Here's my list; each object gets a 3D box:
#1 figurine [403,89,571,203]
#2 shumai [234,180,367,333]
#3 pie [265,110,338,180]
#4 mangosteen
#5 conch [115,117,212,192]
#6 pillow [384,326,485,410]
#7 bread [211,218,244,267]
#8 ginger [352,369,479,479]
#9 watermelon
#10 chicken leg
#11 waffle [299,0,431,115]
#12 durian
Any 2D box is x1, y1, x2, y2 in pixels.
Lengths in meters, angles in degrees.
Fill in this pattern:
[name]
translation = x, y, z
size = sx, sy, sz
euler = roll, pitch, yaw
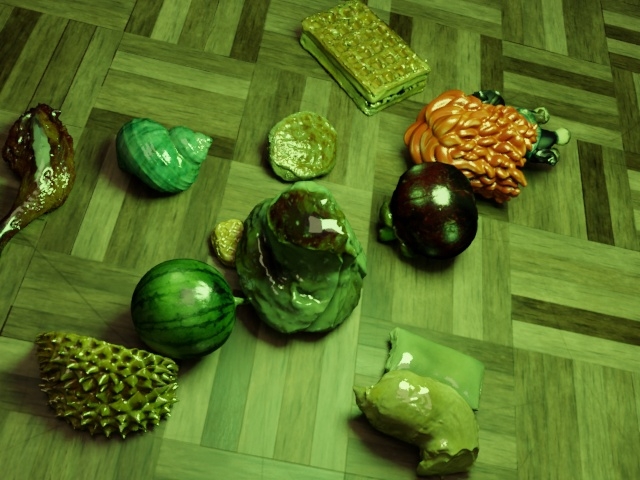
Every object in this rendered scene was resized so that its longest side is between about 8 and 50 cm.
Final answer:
[figurine]
translation = 0.405, -0.249, 1.837
size = 0.306, 0.241, 0.412
euler = 47, 47, 11
[shumai]
translation = 0.000, 0.000, 1.503
size = 0.304, 0.263, 0.309
euler = -17, 70, -30
[pie]
translation = -0.041, -0.211, 1.773
size = 0.194, 0.079, 0.163
euler = -31, 78, -31
[mangosteen]
translation = 0.233, -0.066, 1.668
size = 0.216, 0.216, 0.216
euler = 7, 55, -10
[conch]
translation = -0.335, -0.192, 1.648
size = 0.203, 0.134, 0.196
euler = 2, 57, -12
[pillow]
translation = 0.226, 0.255, 1.531
size = 0.208, 0.053, 0.119
euler = 21, 56, -3
[bread]
translation = -0.183, 0.006, 1.606
size = 0.083, 0.044, 0.110
euler = -13, 63, -20
[ginger]
translation = 0.186, 0.325, 1.422
size = 0.267, 0.138, 0.152
euler = 38, 61, 7
[watermelon]
translation = -0.238, 0.123, 1.421
size = 0.215, 0.188, 0.187
euler = -11, 59, -10
[chicken leg]
translation = -0.588, -0.123, 1.566
size = 0.158, 0.095, 0.406
euler = 7, 57, -4
[waffle]
translation = 0.110, -0.479, 1.987
size = 0.213, 0.091, 0.308
euler = -29, 67, -29
[durian]
translation = -0.381, 0.253, 1.351
size = 0.261, 0.154, 0.186
euler = 1, 80, -5
